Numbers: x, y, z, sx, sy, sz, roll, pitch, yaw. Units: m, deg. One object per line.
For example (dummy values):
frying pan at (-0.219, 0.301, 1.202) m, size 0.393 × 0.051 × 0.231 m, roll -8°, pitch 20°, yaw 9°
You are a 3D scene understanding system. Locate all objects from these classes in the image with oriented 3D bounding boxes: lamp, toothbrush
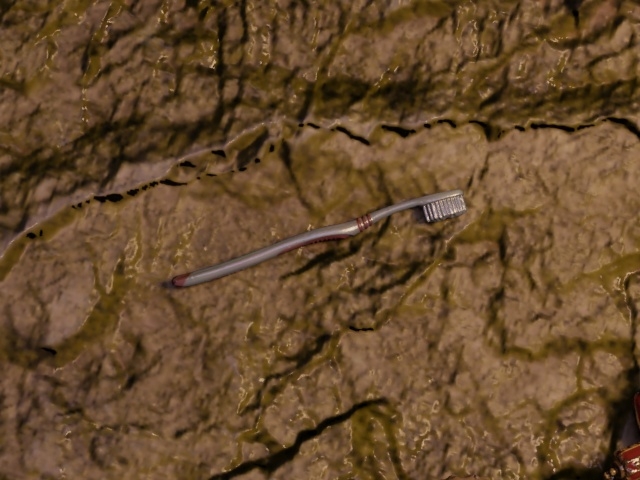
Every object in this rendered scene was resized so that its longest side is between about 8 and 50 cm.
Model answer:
lamp at (0.209, 0.115, 0.977) m, size 0.063 × 0.031 × 0.083 m, roll 16°, pitch 69°, yaw 1°
toothbrush at (0.000, 0.000, 1.012) m, size 0.193 × 0.013 × 0.019 m, roll -16°, pitch 82°, yaw -8°

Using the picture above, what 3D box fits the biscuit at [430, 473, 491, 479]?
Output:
biscuit at (0.040, 0.218, 0.920) m, size 0.133 × 0.032 × 0.250 m, roll 46°, pitch 77°, yaw -5°
